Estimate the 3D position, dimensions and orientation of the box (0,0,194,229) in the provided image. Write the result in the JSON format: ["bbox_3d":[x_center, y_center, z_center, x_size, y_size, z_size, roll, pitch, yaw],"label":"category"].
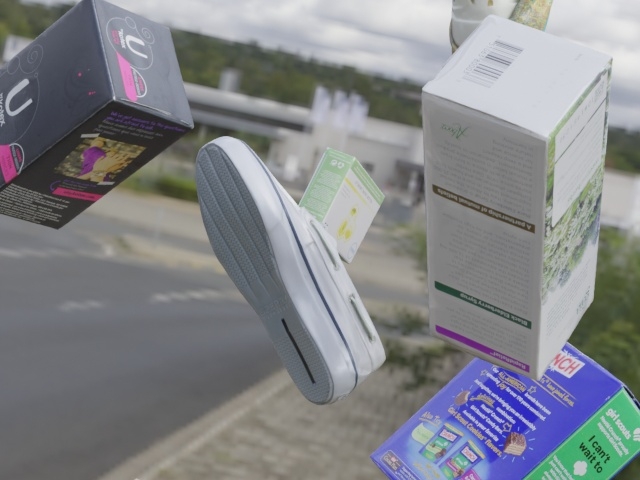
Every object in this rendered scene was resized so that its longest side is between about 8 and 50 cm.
[{"bbox_3d":[-0.313,-0.156,1.964,0.270,0.165,0.143,-33,-32,29],"label":"box"}]

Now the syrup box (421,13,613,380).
[{"bbox_3d":[0.132,-0.024,1.062,0.096,0.237,0.093,23,52,25],"label":"syrup box"}]

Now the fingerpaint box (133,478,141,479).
[{"bbox_3d":[-0.221,0.561,1.798,0.163,0.445,0.371,25,-22,35],"label":"fingerpaint box"}]

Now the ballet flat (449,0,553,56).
[{"bbox_3d":[0.209,-0.304,1.710,0.123,0.348,0.123,26,2,-1],"label":"ballet flat"}]

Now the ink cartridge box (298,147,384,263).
[{"bbox_3d":[0.000,0.000,2.289,0.056,0.235,0.171,23,-10,23],"label":"ink cartridge box"}]

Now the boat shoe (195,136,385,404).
[{"bbox_3d":[-0.023,0.017,1.236,0.076,0.226,0.083,-27,7,-39],"label":"boat shoe"}]

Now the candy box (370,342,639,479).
[{"bbox_3d":[0.268,0.288,2.203,0.122,0.317,0.268,50,-5,-31],"label":"candy box"}]
